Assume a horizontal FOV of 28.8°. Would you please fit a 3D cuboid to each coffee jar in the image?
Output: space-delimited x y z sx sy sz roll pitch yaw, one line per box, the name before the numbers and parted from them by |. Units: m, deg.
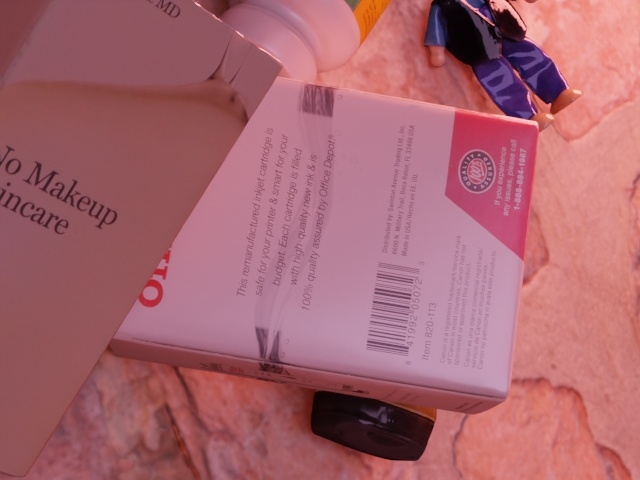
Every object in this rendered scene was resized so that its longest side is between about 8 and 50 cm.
coffee jar | 0.057 0.080 0.996 0.096 0.079 0.184 22 73 -23

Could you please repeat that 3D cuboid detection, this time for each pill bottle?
pill bottle | -0.001 -0.209 0.991 0.117 0.117 0.208 41 66 -17

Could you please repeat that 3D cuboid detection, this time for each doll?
doll | 0.154 -0.187 1.111 0.129 0.046 0.189 -41 95 -18

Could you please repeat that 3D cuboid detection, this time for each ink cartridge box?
ink cartridge box | 0.000 0.000 0.904 0.283 0.117 0.207 10 76 -2

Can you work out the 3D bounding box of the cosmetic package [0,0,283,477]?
cosmetic package | -0.180 -0.028 0.761 0.160 0.113 0.309 29 95 -40
